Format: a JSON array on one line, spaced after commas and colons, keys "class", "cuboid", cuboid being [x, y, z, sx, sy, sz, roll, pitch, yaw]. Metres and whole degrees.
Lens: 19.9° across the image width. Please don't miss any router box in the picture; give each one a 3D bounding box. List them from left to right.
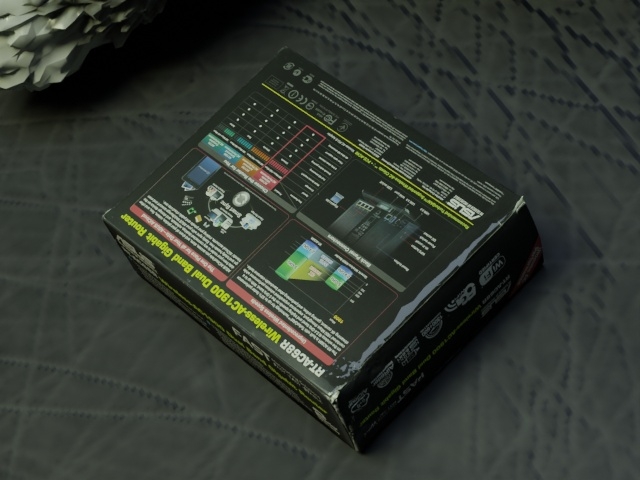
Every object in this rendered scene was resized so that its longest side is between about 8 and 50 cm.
[{"class": "router box", "cuboid": [0.000, 0.000, 0.611, 0.092, 0.038, 0.122, -44, 53, -14]}]

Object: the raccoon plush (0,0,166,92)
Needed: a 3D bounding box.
[{"class": "raccoon plush", "cuboid": [0.090, -0.145, 0.595, 0.446, 0.216, 0.299, -52, 44, 16]}]
